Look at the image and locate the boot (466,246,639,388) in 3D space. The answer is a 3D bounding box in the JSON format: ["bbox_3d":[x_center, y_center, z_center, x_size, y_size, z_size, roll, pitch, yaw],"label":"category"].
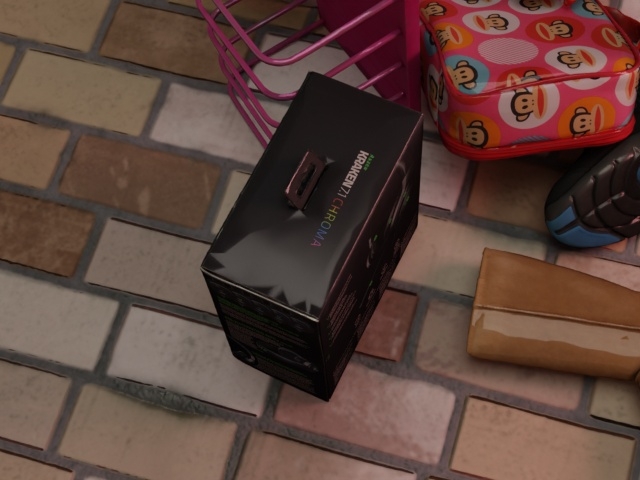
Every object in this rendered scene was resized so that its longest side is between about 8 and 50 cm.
[{"bbox_3d":[0.289,0.136,1.249,0.269,0.089,0.236,11,55,7],"label":"boot"}]

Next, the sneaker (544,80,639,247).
[{"bbox_3d":[0.377,-0.125,1.359,0.341,0.125,0.139,-40,42,-11],"label":"sneaker"}]

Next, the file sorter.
[{"bbox_3d":[-0.018,-0.226,1.315,0.182,0.290,0.202,-33,68,-8],"label":"file sorter"}]

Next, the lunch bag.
[{"bbox_3d":[0.243,-0.217,1.334,0.258,0.120,0.293,-9,38,-2],"label":"lunch bag"}]

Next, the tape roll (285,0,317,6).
[{"bbox_3d":[-0.001,-0.445,1.475,0.246,0.169,0.246,-2,66,3],"label":"tape roll"}]

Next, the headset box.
[{"bbox_3d":[0.000,0.000,1.215,0.131,0.283,0.246,23,70,13],"label":"headset box"}]

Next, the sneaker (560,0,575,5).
[{"bbox_3d":[0.298,-0.299,1.308,0.161,0.057,0.075,2,79,-2],"label":"sneaker"}]
